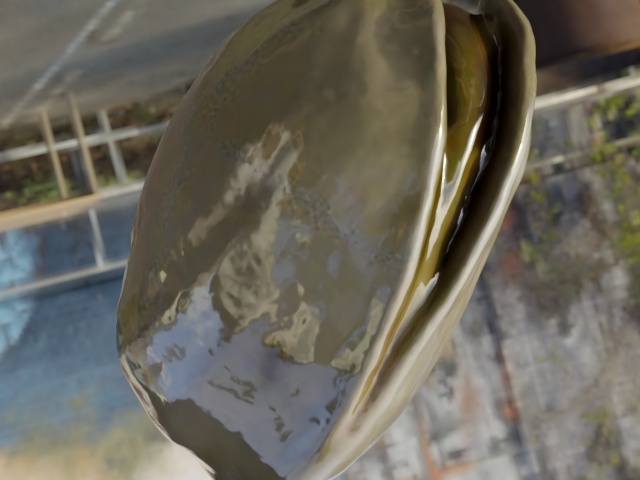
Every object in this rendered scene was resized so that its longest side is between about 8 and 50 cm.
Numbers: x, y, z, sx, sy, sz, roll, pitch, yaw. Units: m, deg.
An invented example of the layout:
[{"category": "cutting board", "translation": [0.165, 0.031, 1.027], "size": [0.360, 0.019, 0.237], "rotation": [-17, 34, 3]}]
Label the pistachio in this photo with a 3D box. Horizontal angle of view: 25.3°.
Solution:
[{"category": "pistachio", "translation": [0.000, 0.000, 0.560], "size": [0.137, 0.238, 0.153], "rotation": [6, -150, -36]}]
